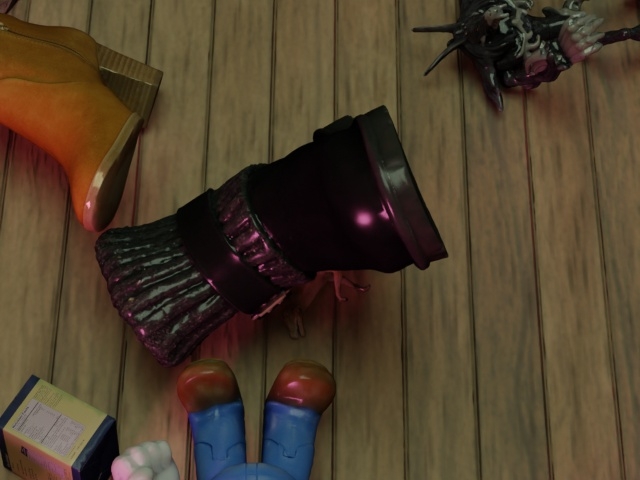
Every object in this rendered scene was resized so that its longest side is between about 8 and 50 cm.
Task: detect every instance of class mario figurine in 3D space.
[{"bbox_3d":[-0.044,0.223,1.345,0.198,0.170,0.320,-25,46,22],"label":"mario figurine"}]

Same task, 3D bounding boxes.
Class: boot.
[{"bbox_3d":[-0.266,-0.116,1.554,0.211,0.104,0.295,16,28,-5],"label":"boot"},{"bbox_3d":[-0.048,0.005,1.400,0.260,0.348,0.131,-26,95,-6],"label":"boot"}]

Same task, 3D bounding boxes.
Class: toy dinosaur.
[{"bbox_3d":[0.000,0.000,1.568,0.093,0.053,0.183,1,57,-1],"label":"toy dinosaur"}]

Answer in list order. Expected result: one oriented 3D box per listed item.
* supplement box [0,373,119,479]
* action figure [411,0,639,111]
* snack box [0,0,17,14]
[{"bbox_3d":[-0.218,0.169,1.427,0.083,0.083,0.056,27,59,13],"label":"supplement box"},{"bbox_3d":[0.234,-0.227,1.679,0.276,0.141,0.164,-11,70,-12],"label":"action figure"},{"bbox_3d":[-0.325,-0.248,1.705,0.022,0.064,0.178,23,59,15],"label":"snack box"}]
